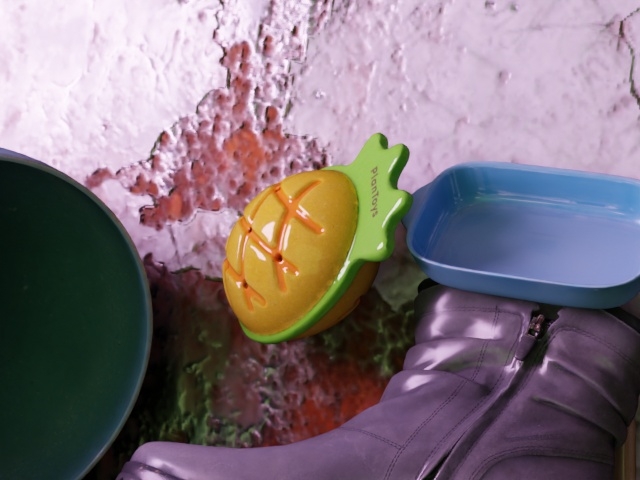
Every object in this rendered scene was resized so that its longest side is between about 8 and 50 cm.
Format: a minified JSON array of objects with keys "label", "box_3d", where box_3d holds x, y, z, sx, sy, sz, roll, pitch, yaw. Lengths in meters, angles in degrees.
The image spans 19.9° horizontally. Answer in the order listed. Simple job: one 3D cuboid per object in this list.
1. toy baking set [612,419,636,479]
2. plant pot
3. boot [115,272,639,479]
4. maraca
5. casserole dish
[{"label":"toy baking set","box_3d":[0.135,0.223,1.270,0.196,0.030,0.256,26,97,24]},{"label":"plant pot","box_3d":[-0.293,0.049,1.329,0.195,0.290,0.290,34,107,55]},{"label":"boot","box_3d":[0.049,0.124,1.231,0.338,0.118,0.223,11,65,12]},{"label":"maraca","box_3d":[0.000,0.000,1.265,0.185,0.099,0.127,-38,43,37]},{"label":"casserole dish","box_3d":[0.147,-0.001,1.223,0.188,0.114,0.037,7,134,22]}]
